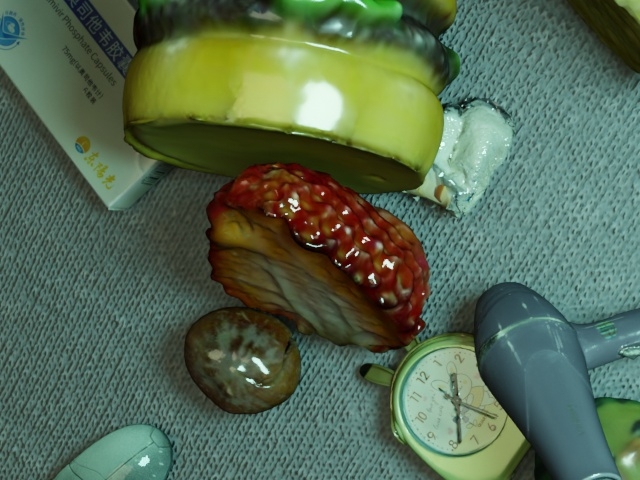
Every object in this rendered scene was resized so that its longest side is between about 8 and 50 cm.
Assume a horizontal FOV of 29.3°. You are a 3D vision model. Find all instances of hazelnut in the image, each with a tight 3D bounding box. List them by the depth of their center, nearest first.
[{"bbox_3d":[-0.100,0.152,1.543,0.154,0.143,0.143,35,98,0],"label":"hazelnut"}]

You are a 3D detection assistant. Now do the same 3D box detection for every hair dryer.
[{"bbox_3d":[0.364,0.134,1.350,0.361,0.121,0.301,-15,40,-3],"label":"hair dryer"}]

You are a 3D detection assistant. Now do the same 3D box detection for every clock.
[{"bbox_3d":[0.161,0.190,1.505,0.232,0.069,0.170,36,98,15],"label":"clock"}]

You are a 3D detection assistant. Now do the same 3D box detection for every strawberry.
[{"bbox_3d":[0.000,0.000,1.426,0.265,0.336,0.149,11,66,29],"label":"strawberry"}]

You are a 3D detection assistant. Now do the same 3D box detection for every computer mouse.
[{"bbox_3d":[-0.294,0.333,1.632,0.229,0.068,0.113,-43,76,11],"label":"computer mouse"}]

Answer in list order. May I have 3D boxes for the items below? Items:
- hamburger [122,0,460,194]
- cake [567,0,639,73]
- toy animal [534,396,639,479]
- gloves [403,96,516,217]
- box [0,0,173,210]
[{"bbox_3d":[-0.024,-0.220,1.408,0.396,0.396,0.277,6,83,16],"label":"hamburger"},{"bbox_3d":[0.402,-0.372,1.328,0.321,0.332,0.332,-41,78,6],"label":"cake"},{"bbox_3d":[0.380,0.332,1.374,0.216,0.191,0.338,-33,65,-26],"label":"toy animal"},{"bbox_3d":[0.170,-0.109,1.511,0.114,0.070,0.153,29,90,23],"label":"gloves"},{"bbox_3d":[-0.305,-0.233,1.653,0.200,0.065,0.343,-41,78,12],"label":"box"}]
